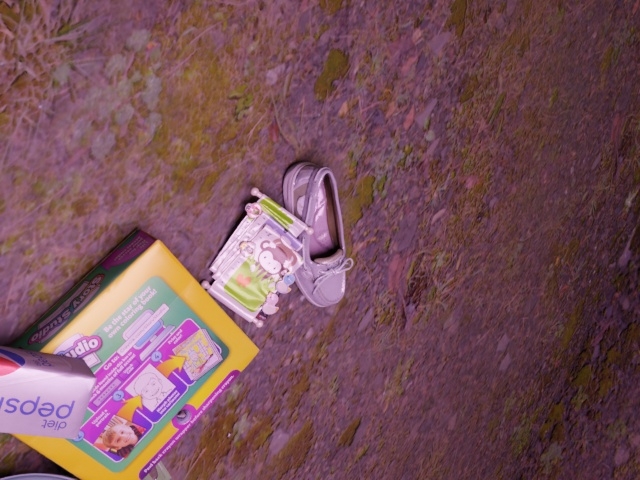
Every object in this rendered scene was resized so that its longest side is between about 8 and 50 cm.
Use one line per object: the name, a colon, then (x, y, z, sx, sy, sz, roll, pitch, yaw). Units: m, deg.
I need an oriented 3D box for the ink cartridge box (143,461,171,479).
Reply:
ink cartridge box: (-0.372, 0.492, 1.119, 0.209, 0.062, 0.109, -35, 121, -26)

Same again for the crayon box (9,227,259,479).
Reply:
crayon box: (-0.332, 0.217, 1.045, 0.363, 0.106, 0.313, -47, 124, -17)

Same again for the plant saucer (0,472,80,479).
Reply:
plant saucer: (-0.468, 0.518, 0.996, 0.317, 0.044, 0.317, -2, 101, -10)

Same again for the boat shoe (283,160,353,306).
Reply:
boat shoe: (0.002, -0.002, 1.243, 0.118, 0.103, 0.320, -20, 113, -33)

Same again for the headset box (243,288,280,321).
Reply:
headset box: (-0.126, 0.120, 1.225, 0.062, 0.032, 0.083, 34, 82, -38)

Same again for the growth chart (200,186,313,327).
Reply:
growth chart: (-0.117, 0.039, 1.171, 0.172, 0.021, 0.237, 30, 93, -18)

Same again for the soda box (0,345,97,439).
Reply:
soda box: (-0.467, 0.196, 0.825, 0.286, 0.091, 0.098, 20, 88, -34)
